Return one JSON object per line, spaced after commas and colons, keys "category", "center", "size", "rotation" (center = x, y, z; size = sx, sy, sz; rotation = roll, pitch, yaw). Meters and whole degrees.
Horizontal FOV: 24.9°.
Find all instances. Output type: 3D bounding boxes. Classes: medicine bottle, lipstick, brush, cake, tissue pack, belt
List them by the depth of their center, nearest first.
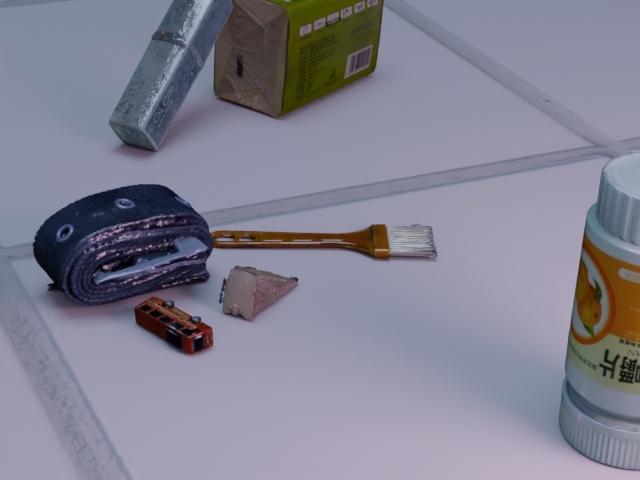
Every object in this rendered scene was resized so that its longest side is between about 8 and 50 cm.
{"category": "medicine bottle", "center": [0.349, 0.073, 1.544], "size": [0.158, 0.318, 0.158], "rotation": [2, 27, -1]}
{"category": "belt", "center": [-0.240, 0.010, 1.829], "size": [0.218, 0.122, 0.128], "rotation": [-14, 35, -30]}
{"category": "cake", "center": [-0.077, 0.062, 1.844], "size": [0.052, 0.065, 0.121], "rotation": [16, 8, 25]}
{"category": "brush", "center": [0.000, 0.000, 1.982], "size": [0.315, 0.017, 0.090], "rotation": [1, 25, -2]}
{"category": "lipstick", "center": [-0.233, -0.276, 2.264], "size": [0.076, 0.077, 0.289], "rotation": [16, 68, 22]}
{"category": "tissue pack", "center": [-0.037, -0.352, 2.444], "size": [0.167, 0.200, 0.275], "rotation": [23, 34, 31]}

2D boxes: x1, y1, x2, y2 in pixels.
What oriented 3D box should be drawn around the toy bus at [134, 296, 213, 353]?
{"category": "toy bus", "center": [-0.178, 0.103, 1.756], "size": [0.043, 0.031, 0.110], "rotation": [-26, 37, -38]}
